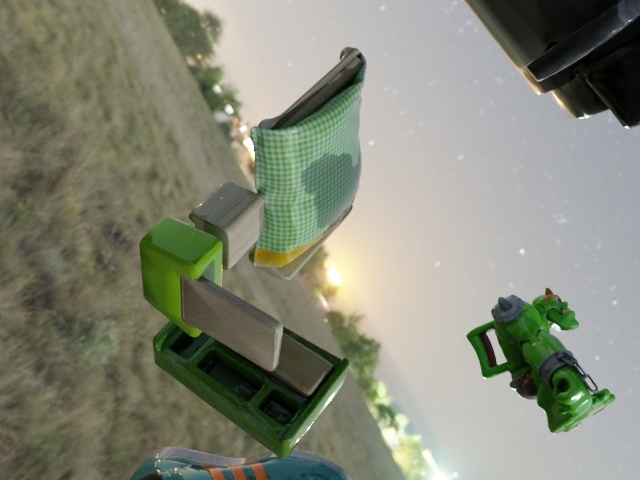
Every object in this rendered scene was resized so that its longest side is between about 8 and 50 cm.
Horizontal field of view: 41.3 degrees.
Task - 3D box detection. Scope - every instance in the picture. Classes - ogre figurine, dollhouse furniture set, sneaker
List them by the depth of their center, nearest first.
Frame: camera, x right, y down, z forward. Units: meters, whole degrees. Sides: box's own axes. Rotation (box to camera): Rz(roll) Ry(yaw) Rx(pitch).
[{"bbox_3d":[0.000,0.000,0.752,0.151,0.301,0.197,30,-37,17],"label":"dollhouse furniture set"},{"bbox_3d":[0.196,0.110,0.754,0.197,0.097,0.118,8,46,-60],"label":"ogre figurine"},{"bbox_3d":[-0.111,0.341,1.096,0.121,0.302,0.108,-59,145,-68],"label":"sneaker"}]

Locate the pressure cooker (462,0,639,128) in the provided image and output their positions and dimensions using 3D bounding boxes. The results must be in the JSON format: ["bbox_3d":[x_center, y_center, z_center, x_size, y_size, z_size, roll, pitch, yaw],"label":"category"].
[{"bbox_3d":[0.254,-0.295,0.632,0.420,0.370,0.375,52,12,-4],"label":"pressure cooker"}]
